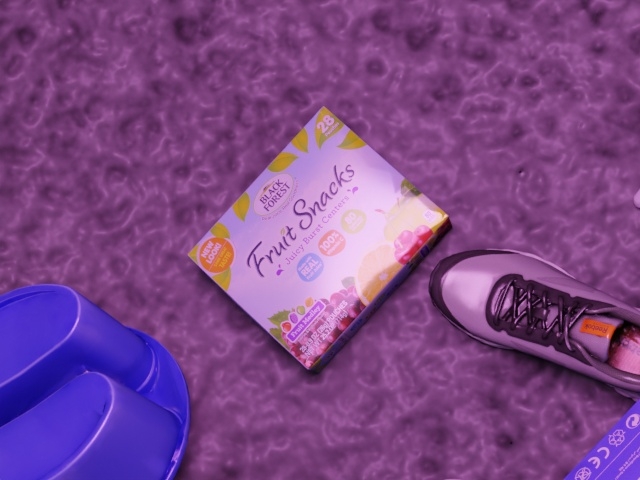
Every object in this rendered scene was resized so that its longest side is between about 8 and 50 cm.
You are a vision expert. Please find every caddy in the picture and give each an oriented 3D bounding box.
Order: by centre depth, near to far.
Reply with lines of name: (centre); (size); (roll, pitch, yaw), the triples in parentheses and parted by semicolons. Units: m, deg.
caddy: (-0.295, 0.204, 1.427); (0.341, 0.179, 0.241); (-30, 55, 4)

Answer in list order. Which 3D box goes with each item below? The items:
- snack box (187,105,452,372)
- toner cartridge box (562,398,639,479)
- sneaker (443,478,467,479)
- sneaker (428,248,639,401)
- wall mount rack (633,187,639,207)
snack box: (0.000, 0.000, 1.461); (0.174, 0.070, 0.207); (43, 89, 13)
toner cartridge box: (0.368, 0.186, 1.323); (0.348, 0.075, 0.165); (-47, 119, 0)
sneaker: (0.124, 0.374, 1.339); (0.114, 0.152, 0.305); (2, 80, 12)
sneaker: (0.233, 0.074, 1.392); (0.271, 0.108, 0.100); (21, 87, 13)
wall mount rack: (0.447, -0.076, 1.314); (0.304, 0.350, 0.130); (-12, 114, 5)
